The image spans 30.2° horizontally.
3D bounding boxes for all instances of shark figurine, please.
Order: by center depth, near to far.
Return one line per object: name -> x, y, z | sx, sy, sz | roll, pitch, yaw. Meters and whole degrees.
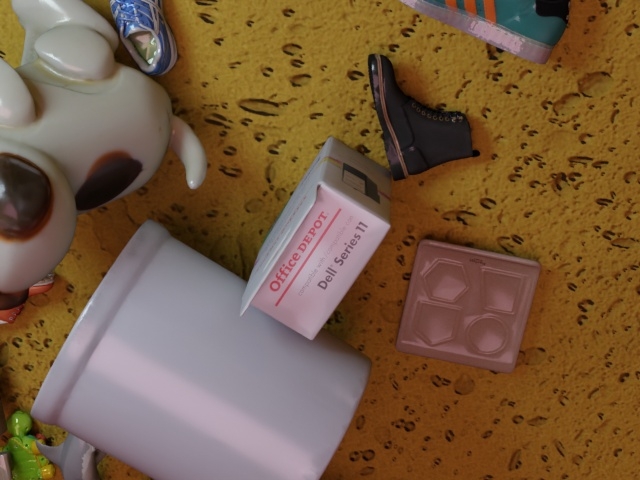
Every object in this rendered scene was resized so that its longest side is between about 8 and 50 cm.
shark figurine -> -0.403, 0.318, 1.938 | 0.116, 0.166, 0.278 | 16, 109, 10

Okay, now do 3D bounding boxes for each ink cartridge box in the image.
ink cartridge box -> 0.000, 0.000, 1.676 | 0.119, 0.353, 0.207 | 32, 107, -6

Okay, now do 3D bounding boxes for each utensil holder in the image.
utensil holder -> -0.165, 0.205, 1.710 | 0.386, 0.327, 0.327 | 31, 109, -2

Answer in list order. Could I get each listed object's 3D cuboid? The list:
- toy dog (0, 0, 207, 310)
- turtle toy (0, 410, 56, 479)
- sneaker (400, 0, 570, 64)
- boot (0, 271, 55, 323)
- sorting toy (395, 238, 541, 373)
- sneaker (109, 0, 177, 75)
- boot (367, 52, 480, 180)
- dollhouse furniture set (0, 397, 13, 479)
toy dog -> -0.390, -0.091, 1.621 | 0.395, 0.408, 0.284 | 33, 131, -6
turtle toy -> -0.497, 0.352, 2.003 | 0.095, 0.066, 0.130 | -11, 108, 10
sneaker -> 0.209, -0.360, 1.669 | 0.302, 0.108, 0.121 | 21, 109, -11
boot -> -0.491, 0.091, 1.919 | 0.158, 0.059, 0.084 | -10, 112, 18
sorting toy -> 0.230, 0.102, 1.867 | 0.193, 0.038, 0.208 | 11, 115, 1
sneaker -> -0.264, -0.338, 1.728 | 0.080, 0.081, 0.211 | -18, 107, 12
boot -> 0.151, -0.195, 1.753 | 0.137, 0.077, 0.197 | -14, 121, 5
dollhouse furniture set -> -0.689, 0.254, 1.881 | 0.303, 0.174, 0.355 | -8, 101, 9
